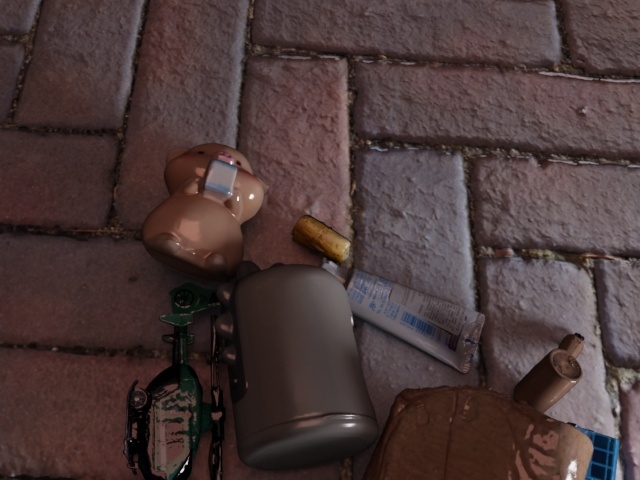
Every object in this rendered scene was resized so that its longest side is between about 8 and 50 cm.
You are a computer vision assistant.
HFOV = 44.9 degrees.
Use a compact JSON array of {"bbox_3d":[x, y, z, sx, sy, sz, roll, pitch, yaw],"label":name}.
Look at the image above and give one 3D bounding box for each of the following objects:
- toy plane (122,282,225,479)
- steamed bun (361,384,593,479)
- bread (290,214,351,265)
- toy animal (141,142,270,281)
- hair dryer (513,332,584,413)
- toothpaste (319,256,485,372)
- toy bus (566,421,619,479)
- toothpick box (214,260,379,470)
[{"bbox_3d":[-0.221,0.241,1.213,0.155,0.106,0.381,1,61,-10],"label":"toy plane"},{"bbox_3d":[0.229,0.349,1.122,0.301,0.199,0.251,7,72,36],"label":"steamed bun"},{"bbox_3d":[0.000,0.000,1.364,0.106,0.072,0.053,29,64,10],"label":"bread"},{"bbox_3d":[-0.197,-0.057,1.301,0.195,0.213,0.256,23,65,-8],"label":"toy animal"},{"bbox_3d":[0.394,0.205,1.278,0.064,0.117,0.182,42,43,14],"label":"hair dryer"},{"bbox_3d":[0.129,0.117,1.319,0.299,0.073,0.114,24,62,1],"label":"toothpaste"},{"bbox_3d":[0.390,0.384,1.176,0.106,0.090,0.184,18,62,2],"label":"toy bus"},{"bbox_3d":[-0.052,0.174,1.188,0.229,0.229,0.316,-8,62,-8],"label":"toothpick box"}]
